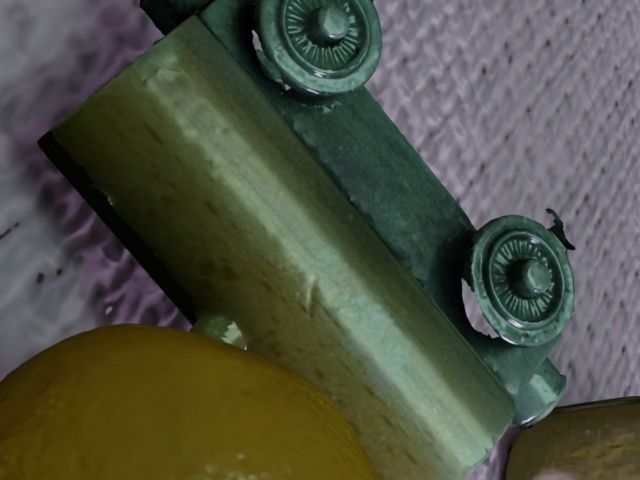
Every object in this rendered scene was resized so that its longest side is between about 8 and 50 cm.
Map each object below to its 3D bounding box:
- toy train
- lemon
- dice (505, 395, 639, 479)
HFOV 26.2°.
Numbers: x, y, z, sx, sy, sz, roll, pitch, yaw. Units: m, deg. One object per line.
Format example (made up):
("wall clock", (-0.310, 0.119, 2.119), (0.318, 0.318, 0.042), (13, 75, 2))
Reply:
("toy train", (-0.005, 0.003, 0.695), (0.189, 0.126, 0.307), (-44, 102, -23))
("lemon", (-0.067, 0.121, 0.541), (0.203, 0.178, 0.178), (20, 65, -47))
("dice", (0.287, 0.227, 1.027), (0.238, 0.226, 0.233), (1, 78, -56))
